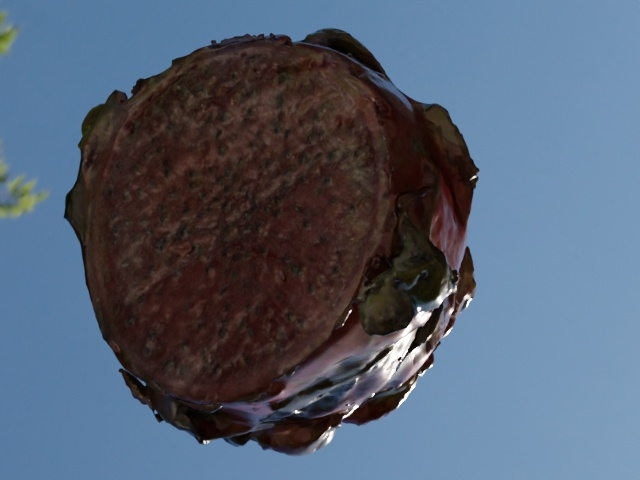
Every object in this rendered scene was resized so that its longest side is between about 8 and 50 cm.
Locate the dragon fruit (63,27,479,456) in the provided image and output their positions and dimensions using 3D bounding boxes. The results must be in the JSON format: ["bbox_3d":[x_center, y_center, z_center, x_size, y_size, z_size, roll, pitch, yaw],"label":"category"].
[{"bbox_3d":[0.000,0.000,1.289,0.263,0.296,0.314,23,-142,-53],"label":"dragon fruit"}]
